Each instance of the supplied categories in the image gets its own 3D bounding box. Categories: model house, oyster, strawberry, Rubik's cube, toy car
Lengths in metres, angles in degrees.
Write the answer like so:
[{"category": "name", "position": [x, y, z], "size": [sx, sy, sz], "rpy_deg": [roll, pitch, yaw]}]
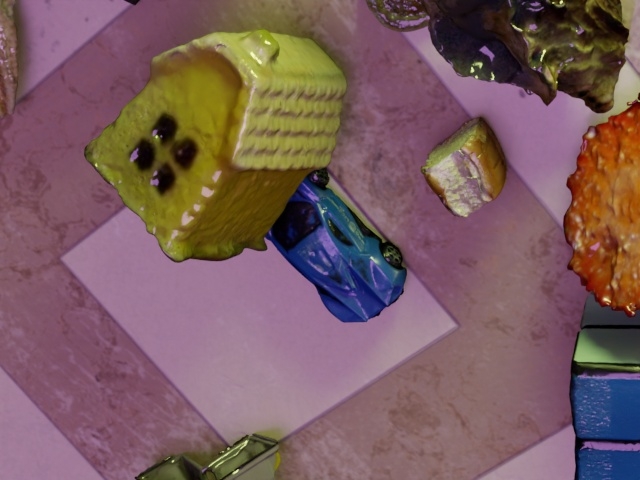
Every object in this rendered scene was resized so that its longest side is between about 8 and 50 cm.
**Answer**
[{"category": "model house", "position": [-0.083, -0.111, 1.721], "size": [0.234, 0.193, 0.175], "rpy_deg": [-44, 70, 27]}, {"category": "oyster", "position": [0.152, -0.241, 1.643], "size": [0.221, 0.096, 0.361], "rpy_deg": [-9, 130, 39]}, {"category": "strawberry", "position": [0.366, -0.032, 1.690], "size": [0.178, 0.234, 0.234], "rpy_deg": [12, 126, -36]}, {"category": "Rubik's cube", "position": [0.353, 0.168, 1.768], "size": [0.167, 0.180, 0.183], "rpy_deg": [2, 113, 15]}, {"category": "toy car", "position": [0.000, 0.000, 1.845], "size": [0.103, 0.063, 0.216], "rpy_deg": [-39, 100, 27]}]

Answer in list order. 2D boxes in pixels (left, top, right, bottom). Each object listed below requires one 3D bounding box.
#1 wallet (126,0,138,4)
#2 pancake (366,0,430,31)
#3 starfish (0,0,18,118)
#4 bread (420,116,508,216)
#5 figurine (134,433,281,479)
[{"category": "wallet", "position": [-0.249, -0.314, 1.787], "size": [0.156, 0.018, 0.082], "rpy_deg": [25, 119, 2]}, {"category": "pancake", "position": [0.088, -0.263, 1.724], "size": [0.108, 0.017, 0.108], "rpy_deg": [4, 115, 8]}, {"category": "starfish", "position": [-0.426, -0.326, 1.781], "size": [0.324, 0.082, 0.432], "rpy_deg": [13, 128, 7]}, {"category": "bread", "position": [0.155, -0.076, 1.759], "size": [0.076, 0.083, 0.070], "rpy_deg": [-34, 106, 26]}, {"category": "figurine", "position": [-0.094, 0.385, 2.010], "size": [0.308, 0.143, 0.308], "rpy_deg": [15, 119, 29]}]
